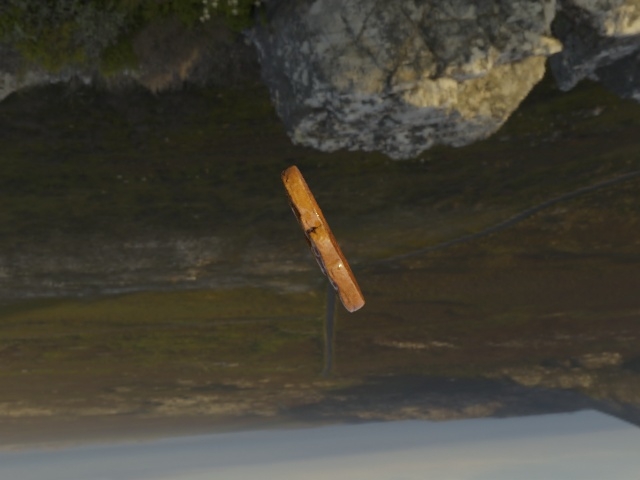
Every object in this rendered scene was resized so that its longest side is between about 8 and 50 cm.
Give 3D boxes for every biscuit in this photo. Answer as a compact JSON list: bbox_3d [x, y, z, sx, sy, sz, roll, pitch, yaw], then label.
[{"bbox_3d":[0.000,0.000,0.401,0.015,0.091,0.078,-27,-177,4],"label":"biscuit"}]
